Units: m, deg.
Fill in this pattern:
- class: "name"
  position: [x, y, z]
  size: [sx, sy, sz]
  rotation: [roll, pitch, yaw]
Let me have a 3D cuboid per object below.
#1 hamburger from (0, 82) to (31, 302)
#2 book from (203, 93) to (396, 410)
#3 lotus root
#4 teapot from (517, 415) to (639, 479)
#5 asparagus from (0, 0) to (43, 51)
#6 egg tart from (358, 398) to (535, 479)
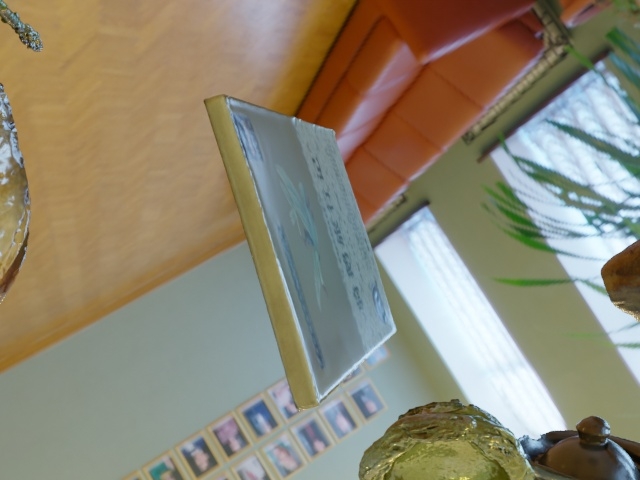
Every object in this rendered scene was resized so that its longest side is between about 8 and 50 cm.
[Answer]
- class: "hamburger"
  position: [-0.340, -0.044, 0.486]
  size: [0.174, 0.284, 0.304]
  rotation: [4, -159, 45]
- class: "book"
  position: [0.000, 0.000, 0.679]
  size: [0.021, 0.217, 0.310]
  rotation: [-17, 179, 15]
- class: "lotus root"
  position: [0.589, 0.061, 1.259]
  size: [0.193, 0.193, 0.291]
  rotation: [-27, -175, -38]
- class: "teapot"
  position: [0.313, 0.353, 1.054]
  size: [0.223, 0.285, 0.305]
  rotation: [1, -173, -26]
- class: "asparagus"
  position: [-0.202, -0.151, 0.496]
  size: [0.016, 0.013, 0.166]
  rotation: [-6, 168, 0]
- class: "egg tart"
  position: [0.134, 0.242, 0.903]
  size: [0.197, 0.197, 0.078]
  rotation: [-35, -151, 25]
